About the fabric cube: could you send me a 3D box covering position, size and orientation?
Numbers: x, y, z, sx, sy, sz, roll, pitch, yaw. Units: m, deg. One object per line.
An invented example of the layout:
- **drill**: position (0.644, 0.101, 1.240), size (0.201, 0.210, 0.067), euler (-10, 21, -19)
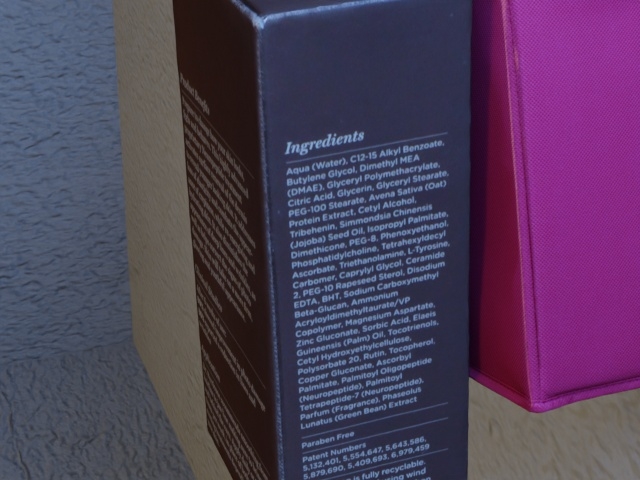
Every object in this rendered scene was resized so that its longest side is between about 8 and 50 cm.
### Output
- **fabric cube**: position (0.185, -0.060, 0.969), size (0.259, 0.254, 0.258), euler (-156, 59, -69)

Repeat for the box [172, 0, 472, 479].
- **box**: position (0.000, 0.000, 0.943), size (0.191, 0.143, 0.381), euler (-129, 30, -57)
